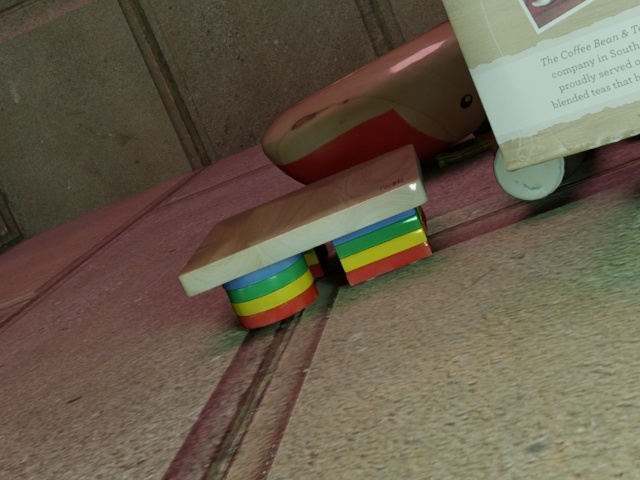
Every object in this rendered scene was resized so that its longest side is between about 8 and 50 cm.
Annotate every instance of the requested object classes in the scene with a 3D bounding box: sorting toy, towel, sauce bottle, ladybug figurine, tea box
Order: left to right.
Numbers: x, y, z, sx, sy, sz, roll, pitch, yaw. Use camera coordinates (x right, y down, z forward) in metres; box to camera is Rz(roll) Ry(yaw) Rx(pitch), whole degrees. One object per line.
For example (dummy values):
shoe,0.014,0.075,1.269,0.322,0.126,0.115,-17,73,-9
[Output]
sorting toy,0.000,0.000,1.119,0.255,0.089,0.257,-22,11,8
ladybug figurine,0.093,-0.189,1.582,0.449,0.162,0.305,-20,12,48
towel,0.280,-0.166,1.533,0.237,0.021,0.102,-22,12,6
sauce bottle,0.249,-0.124,1.151,0.111,0.111,0.344,-19,11,20
tea box,0.290,-0.235,0.774,0.329,0.220,0.323,-17,11,32

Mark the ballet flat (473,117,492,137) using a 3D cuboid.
ballet flat,0.313,-0.200,1.605,0.173,0.049,0.057,-19,-23,6
